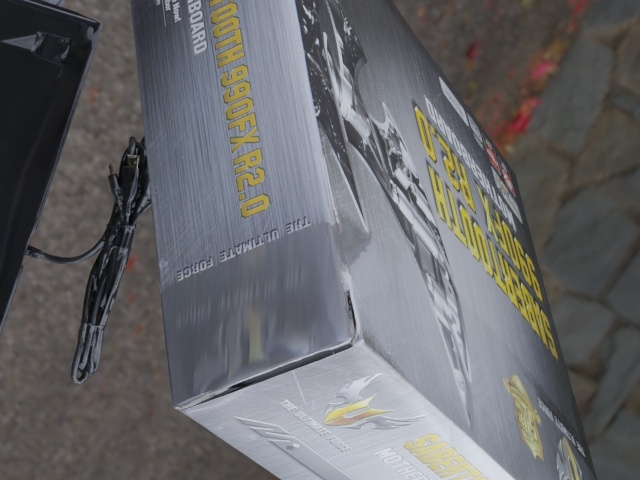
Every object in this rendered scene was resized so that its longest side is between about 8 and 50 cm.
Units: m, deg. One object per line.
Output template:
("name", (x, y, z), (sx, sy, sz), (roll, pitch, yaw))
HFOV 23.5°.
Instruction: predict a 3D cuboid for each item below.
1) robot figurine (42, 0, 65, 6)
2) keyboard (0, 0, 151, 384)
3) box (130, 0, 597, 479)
("robot figurine", (-0.214, -0.302, 1.162), (0.278, 0.209, 0.173), (15, 131, -29))
("keyboard", (-0.206, 0.001, 1.005), (0.033, 0.201, 0.317), (21, 88, -80))
("box", (0.022, 0.007, 0.510), (0.056, 0.183, 0.231), (-22, 145, 17))
